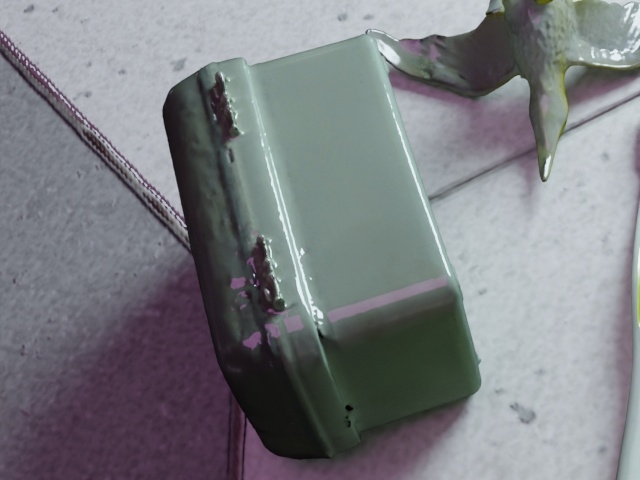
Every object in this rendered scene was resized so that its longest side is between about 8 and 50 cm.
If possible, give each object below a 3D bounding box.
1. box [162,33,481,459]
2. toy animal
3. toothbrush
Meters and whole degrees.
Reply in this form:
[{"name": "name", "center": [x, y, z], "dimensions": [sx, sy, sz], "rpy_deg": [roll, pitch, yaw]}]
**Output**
[{"name": "box", "center": [0.000, 0.000, 0.756], "dimensions": [0.129, 0.148, 0.210], "rpy_deg": [-17, 57, 3]}, {"name": "toy animal", "center": [0.119, -0.116, 0.808], "dimensions": [0.219, 0.095, 0.155], "rpy_deg": [-6, 54, 20]}, {"name": "toothbrush", "center": [0.173, 0.031, 0.738], "dimensions": [0.022, 0.026, 0.263], "rpy_deg": [14, 63, -7]}]
